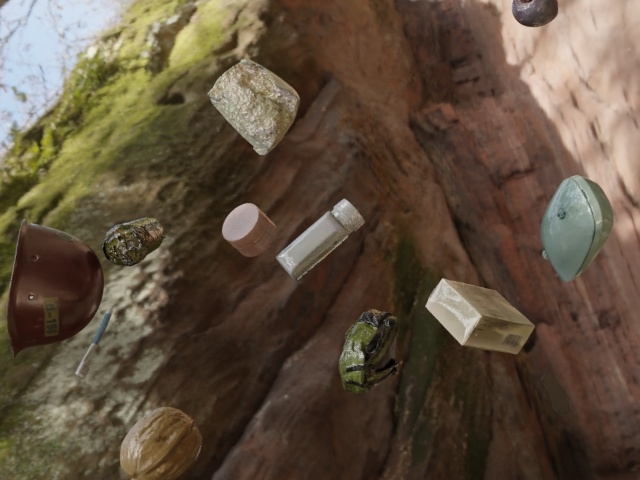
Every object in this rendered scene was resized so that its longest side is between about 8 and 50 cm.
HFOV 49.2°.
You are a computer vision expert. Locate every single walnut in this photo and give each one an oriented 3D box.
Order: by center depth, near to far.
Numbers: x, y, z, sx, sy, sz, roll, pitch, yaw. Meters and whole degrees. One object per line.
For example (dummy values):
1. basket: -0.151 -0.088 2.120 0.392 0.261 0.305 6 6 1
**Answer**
1. walnut: -0.489 0.639 2.158 0.261 0.224 0.225 -46 -54 -33

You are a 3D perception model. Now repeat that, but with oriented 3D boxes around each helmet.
1. helmet: -0.706 0.136 1.889 0.338 0.230 0.385 -115 33 -56

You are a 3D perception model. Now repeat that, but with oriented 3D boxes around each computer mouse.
1. computer mouse: 0.532 -0.020 1.517 0.288 0.096 0.160 99 156 -58

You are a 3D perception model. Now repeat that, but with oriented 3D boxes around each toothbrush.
1. toothbrush: -0.540 0.244 1.691 0.025 0.019 0.276 46 -162 -20

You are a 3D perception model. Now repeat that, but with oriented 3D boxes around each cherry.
1. cherry: 0.602 -0.673 1.903 0.115 0.148 0.188 -128 57 -76

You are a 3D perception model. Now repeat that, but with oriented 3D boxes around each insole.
1. insole: 0.594 0.390 1.766 0.153 0.053 0.002 54 173 -26

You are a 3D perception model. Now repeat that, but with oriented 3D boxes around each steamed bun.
1. steamed bun: -0.169 -0.374 1.860 0.225 0.170 0.200 37 -130 -3

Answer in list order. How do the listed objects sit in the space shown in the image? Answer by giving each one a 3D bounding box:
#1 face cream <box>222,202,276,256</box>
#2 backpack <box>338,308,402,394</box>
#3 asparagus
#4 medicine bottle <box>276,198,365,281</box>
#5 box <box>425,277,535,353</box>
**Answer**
1. face cream: -0.233 -0.034 2.289 0.104 0.149 0.149 46 -151 -42
2. backpack: 0.145 0.327 2.019 0.253 0.140 0.207 -42 -49 -52
3. asparagus: -0.536 -0.007 2.074 0.382 0.128 0.108 -84 6 -82
4. medicine bottle: 0.000 0.000 2.244 0.111 0.296 0.161 47 174 12
5. box: 0.396 0.188 1.737 0.212 0.095 0.168 14 -156 -35
